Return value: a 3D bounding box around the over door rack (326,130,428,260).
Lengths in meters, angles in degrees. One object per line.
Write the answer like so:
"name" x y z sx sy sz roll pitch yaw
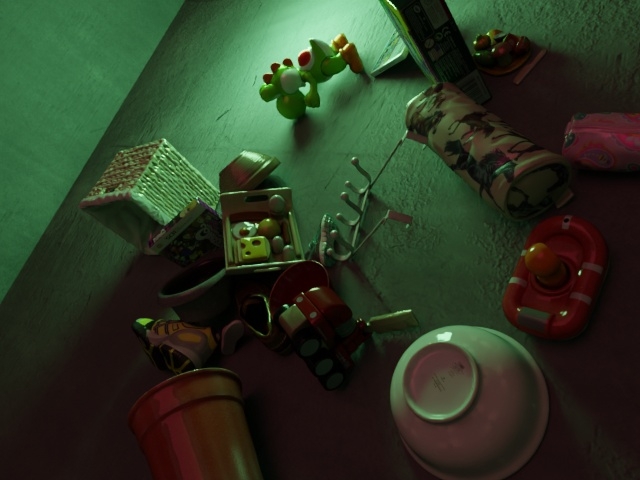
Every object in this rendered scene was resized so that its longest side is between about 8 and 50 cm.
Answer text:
"over door rack" 0.116 -0.106 1.210 0.324 0.108 0.240 -36 34 60

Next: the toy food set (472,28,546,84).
"toy food set" 0.477 -0.507 1.307 0.128 0.071 0.218 -44 42 6

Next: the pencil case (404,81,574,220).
"pencil case" 0.363 -0.207 1.110 0.410 0.183 0.160 57 140 44

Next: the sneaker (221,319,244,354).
"sneaker" -0.242 0.245 1.356 0.070 0.050 0.134 -98 26 -49

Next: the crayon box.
"crayon box" 0.273 -0.538 1.285 0.106 0.363 0.313 -33 45 17

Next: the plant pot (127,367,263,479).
"plant pot" -0.258 0.473 1.095 0.272 0.272 0.265 -42 50 9

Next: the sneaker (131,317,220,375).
"sneaker" -0.429 0.297 1.472 0.384 0.145 0.147 9 37 46

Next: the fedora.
"fedora" -0.331 0.142 1.442 0.243 0.124 0.275 -9 25 35

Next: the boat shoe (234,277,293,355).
"boat shoe" -0.163 0.178 1.326 0.111 0.104 0.307 -51 41 -1

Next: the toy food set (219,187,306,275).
"toy food set" -0.168 -0.033 1.409 0.219 0.092 0.306 -6 46 -9

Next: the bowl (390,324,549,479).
"bowl" 0.239 0.272 0.897 0.297 0.134 0.298 -22 49 28

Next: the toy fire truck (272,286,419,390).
"toy fire truck" 0.061 0.184 1.069 0.246 0.217 0.158 -38 41 -9

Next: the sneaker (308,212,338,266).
"sneaker" 0.000 0.000 1.353 0.076 0.065 0.167 -18 49 35

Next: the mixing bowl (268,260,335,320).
"mixing bowl" -0.028 0.151 1.236 0.181 0.098 0.182 -22 48 27

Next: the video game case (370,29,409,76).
"video game case" 0.253 -0.627 1.575 0.201 0.023 0.183 -62 22 -13

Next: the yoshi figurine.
"yoshi figurine" -0.031 -0.550 1.736 0.362 0.203 0.203 -27 86 4

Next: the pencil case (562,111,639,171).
"pencil case" 0.612 -0.186 0.926 0.284 0.124 0.124 12 69 45

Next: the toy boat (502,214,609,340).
"toy boat" 0.414 0.053 0.893 0.151 0.151 0.231 14 70 44

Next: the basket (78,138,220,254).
"basket" -0.584 -0.138 1.759 0.328 0.331 0.267 -4 53 38

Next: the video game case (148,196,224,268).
"video game case" -0.371 0.001 1.537 0.210 0.232 0.042 -40 44 9

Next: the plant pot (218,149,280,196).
"plant pot" -0.251 -0.213 1.608 0.237 0.110 0.237 -40 12 10
